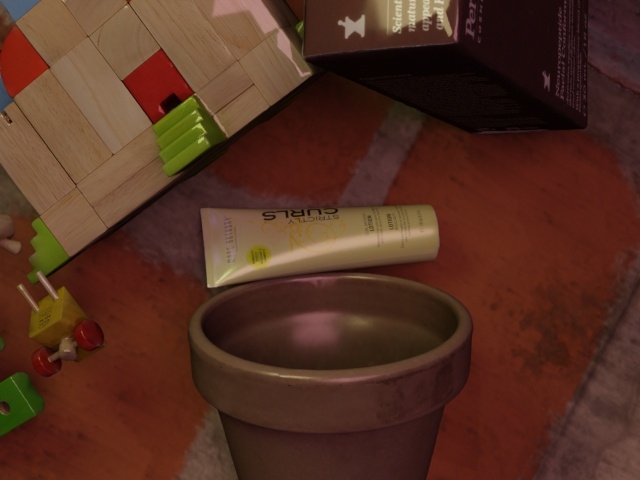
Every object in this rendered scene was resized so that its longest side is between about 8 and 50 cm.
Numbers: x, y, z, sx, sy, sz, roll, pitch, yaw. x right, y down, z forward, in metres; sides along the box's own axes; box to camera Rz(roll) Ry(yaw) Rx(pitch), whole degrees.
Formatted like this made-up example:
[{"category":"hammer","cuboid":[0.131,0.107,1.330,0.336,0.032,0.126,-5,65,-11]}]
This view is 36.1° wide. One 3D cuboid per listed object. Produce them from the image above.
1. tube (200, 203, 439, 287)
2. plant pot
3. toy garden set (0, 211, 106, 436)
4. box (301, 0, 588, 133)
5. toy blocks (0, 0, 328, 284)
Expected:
[{"category":"tube","cuboid":[0.000,0.000,1.005,0.240,0.070,0.062,-3,109,-9]},{"category":"plant pot","cuboid":[0.013,0.175,0.925,0.262,0.263,0.229,-6,106,-11]},{"category":"toy garden set","cuboid":[-0.322,0.054,0.912,0.203,0.049,0.244,-31,93,25]},{"category":"box","cuboid":[0.132,-0.219,0.882,0.143,0.381,0.191,1,88,30]},{"category":"toy blocks","cuboid":[-0.185,-0.177,0.899,0.381,0.191,0.261,-35,94,16]}]
